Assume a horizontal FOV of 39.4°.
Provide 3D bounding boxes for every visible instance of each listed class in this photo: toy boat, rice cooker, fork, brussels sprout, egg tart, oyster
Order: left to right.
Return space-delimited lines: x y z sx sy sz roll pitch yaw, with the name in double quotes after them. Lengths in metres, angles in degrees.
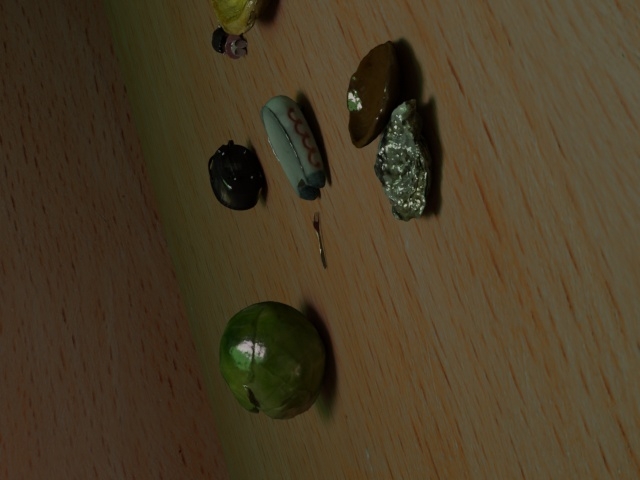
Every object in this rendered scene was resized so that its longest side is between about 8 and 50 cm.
-0.196 -0.149 2.074 0.165 0.112 0.106 67 152 26 "rice cooker"
-0.156 -0.545 1.783 0.279 0.094 0.279 37 132 56 "egg tart"
-0.099 0.248 1.864 0.244 0.244 0.244 169 90 -71 "brussels sprout"
-0.040 -0.182 1.702 0.208 0.078 0.134 64 166 11 "toy boat"
-0.001 0.000 1.751 0.012 0.016 0.115 8 109 61 "fork"
0.119 -0.113 1.280 0.125 0.064 0.177 16 115 63 "oyster"

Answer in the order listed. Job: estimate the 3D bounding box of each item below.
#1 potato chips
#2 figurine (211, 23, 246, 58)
0.084 -0.213 1.332 0.202 0.049 0.150 125 146 -69 "potato chips"
-0.210 -0.455 2.037 0.129 0.054 0.072 -139 46 -58 "figurine"
